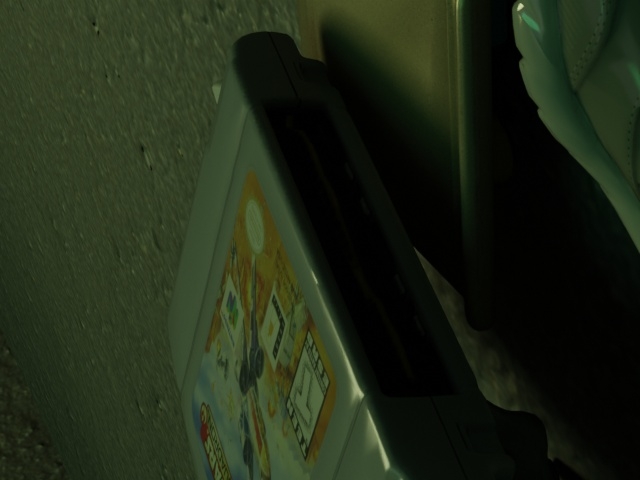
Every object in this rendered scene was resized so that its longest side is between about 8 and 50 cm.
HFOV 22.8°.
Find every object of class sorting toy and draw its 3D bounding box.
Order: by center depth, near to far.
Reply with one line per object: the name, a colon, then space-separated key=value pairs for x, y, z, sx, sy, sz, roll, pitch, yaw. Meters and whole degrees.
sorting toy: x=0.040 y=-0.082 z=0.701 sx=0.196 sy=0.047 sz=0.347 roll=-126 pitch=24 yaw=-48

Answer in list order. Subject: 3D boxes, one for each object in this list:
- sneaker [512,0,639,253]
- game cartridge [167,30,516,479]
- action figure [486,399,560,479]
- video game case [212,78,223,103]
sneaker: x=0.144 y=-0.020 z=0.447 sx=0.115 sy=0.105 sz=0.281 roll=15 pitch=136 yaw=52
game cartridge: x=-0.007 y=0.071 z=0.697 sx=0.297 sy=0.062 sz=0.198 roll=-113 pitch=34 yaw=-46
action figure: x=0.158 y=0.207 z=0.636 sx=0.330 sy=0.178 sz=0.341 roll=49 pitch=127 yaw=27
video game case: x=0.000 y=0.000 z=0.934 sx=0.173 sy=0.022 sz=0.190 roll=22 pitch=132 yaw=64
